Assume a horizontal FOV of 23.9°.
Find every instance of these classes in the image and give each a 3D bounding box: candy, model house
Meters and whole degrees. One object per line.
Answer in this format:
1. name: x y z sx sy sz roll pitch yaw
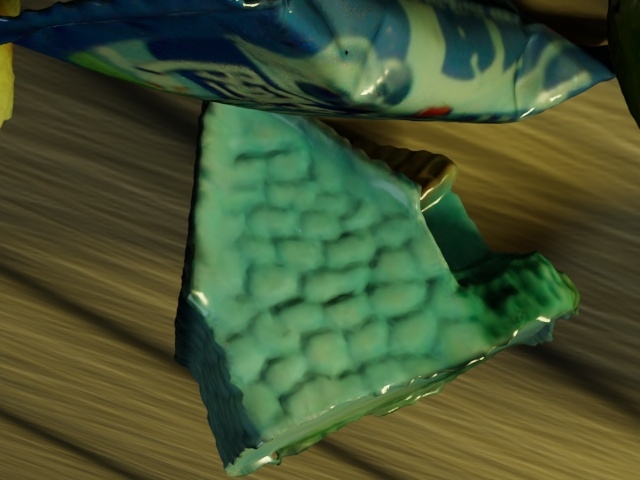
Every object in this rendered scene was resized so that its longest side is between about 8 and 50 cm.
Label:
1. candy: 0.004 -0.095 0.732 0.187 0.077 0.331 -2 177 40
2. model house: 0.000 0.000 0.961 0.226 0.241 0.261 -24 171 -12

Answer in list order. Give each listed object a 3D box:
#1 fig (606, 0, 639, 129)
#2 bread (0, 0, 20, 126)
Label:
1. fig: 0.206 -0.063 0.608 0.195 0.245 0.195 14 137 13
2. bread: -0.283 -0.191 0.656 0.245 0.233 0.361 9 153 16
